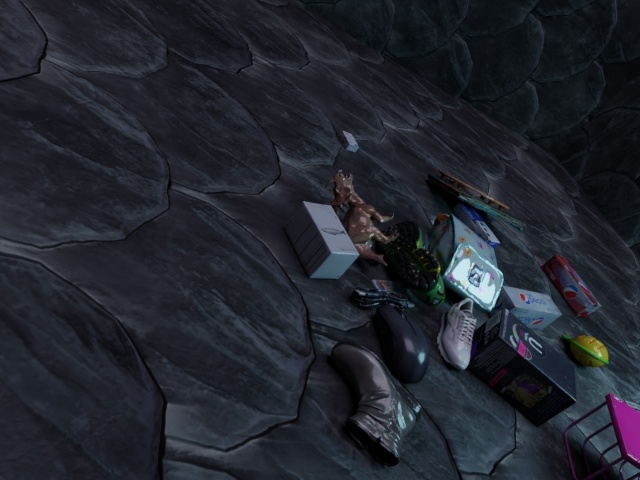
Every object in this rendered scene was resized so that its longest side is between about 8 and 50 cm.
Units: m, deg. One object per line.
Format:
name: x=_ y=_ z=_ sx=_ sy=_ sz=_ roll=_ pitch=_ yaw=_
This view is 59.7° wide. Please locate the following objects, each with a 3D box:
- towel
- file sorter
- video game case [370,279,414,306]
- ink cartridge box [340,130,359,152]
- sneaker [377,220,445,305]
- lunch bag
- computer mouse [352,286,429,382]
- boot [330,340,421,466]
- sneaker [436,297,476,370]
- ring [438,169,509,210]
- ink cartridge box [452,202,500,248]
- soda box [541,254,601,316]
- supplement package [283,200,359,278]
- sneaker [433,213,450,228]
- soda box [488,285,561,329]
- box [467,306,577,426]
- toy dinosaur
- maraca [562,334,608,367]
towel: x=0.635 y=-0.155 z=2.289 sx=0.370 sy=0.040 sz=0.271 roll=22 pitch=13 yaw=-26
file sorter: x=0.824 y=0.595 z=1.470 sx=0.290 sy=0.182 sz=0.202 roll=34 pitch=33 yaw=-7
video game case: x=0.202 y=0.148 z=1.558 sx=0.122 sy=0.011 sz=0.087 roll=8 pitch=44 yaw=-41
ink cartridge box: x=0.107 y=-0.375 z=2.111 sx=0.048 sy=0.028 sz=0.083 roll=12 pitch=41 yaw=-37
sneaker: x=0.267 y=0.067 z=1.655 sx=0.344 sy=0.134 sz=0.146 roll=-106 pitch=171 yaw=-53
lunch bag: x=0.450 y=0.082 z=1.759 sx=0.223 sy=0.160 sz=0.262 roll=36 pitch=34 yaw=-21
computer mouse: x=0.198 y=0.221 z=1.392 sx=0.188 sy=0.072 sz=0.272 roll=12 pitch=43 yaw=-34
boot: x=0.094 y=0.330 z=1.153 sx=0.246 sy=0.083 sz=0.161 roll=42 pitch=37 yaw=8
sneaker: x=0.384 y=0.253 z=1.536 sx=0.090 sy=0.095 sz=0.235 roll=33 pitch=33 yaw=-13
ring: x=0.641 y=-0.208 z=2.353 sx=0.336 sy=0.032 sz=0.336 roll=26 pitch=12 yaw=-6
ink cartridge box: x=0.620 y=-0.057 z=2.222 sx=0.097 sy=0.046 sz=0.207 roll=7 pitch=44 yaw=-43
soda box: x=1.035 y=0.187 z=2.308 sx=0.092 sy=0.083 sz=0.263 roll=13 pitch=39 yaw=-37
supplement package: x=0.000 y=0.000 z=1.446 sx=0.105 sy=0.105 sz=0.179 roll=6 pitch=45 yaw=-43
sneaker: x=0.503 y=0.014 z=1.981 sx=0.262 sy=0.099 sz=0.121 roll=54 pitch=26 yaw=9
soda box: x=0.677 y=0.228 z=1.867 sx=0.286 sy=0.098 sz=0.091 roll=12 pitch=42 yaw=-37
box: x=0.555 y=0.347 z=1.546 sx=0.270 sy=0.143 sz=0.165 roll=40 pitch=32 yaw=1
toy dinosaur: x=0.101 y=-0.039 z=1.597 sx=0.200 sy=0.127 sz=0.296 roll=11 pitch=52 yaw=-26
maraca: x=0.921 y=0.377 z=1.940 sx=0.127 sy=0.099 sz=0.186 roll=31 pitch=6 yaw=-17
